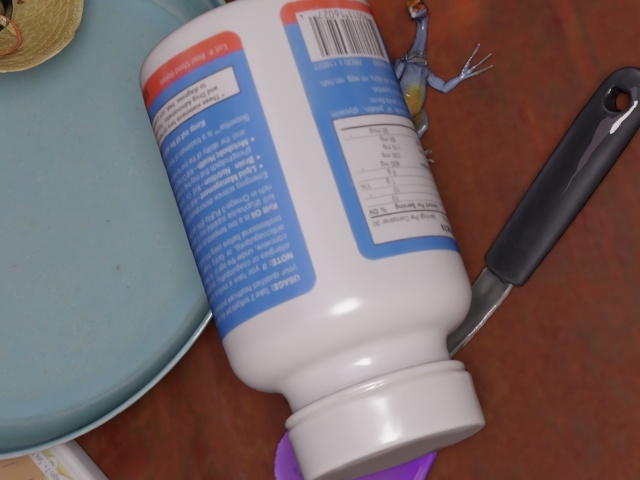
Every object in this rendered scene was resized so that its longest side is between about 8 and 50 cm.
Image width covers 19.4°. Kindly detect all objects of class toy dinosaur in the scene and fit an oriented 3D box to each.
[{"bbox_3d":[0.042,-0.084,0.984,0.090,0.047,0.082,-24,53,29],"label":"toy dinosaur"}]

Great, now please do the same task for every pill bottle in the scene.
[{"bbox_3d":[0.000,0.000,0.903,0.124,0.124,0.222,-22,76,19],"label":"pill bottle"}]

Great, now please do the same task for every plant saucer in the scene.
[{"bbox_3d":[-0.170,-0.030,1.051,0.317,0.043,0.318,-6,73,20],"label":"plant saucer"}]

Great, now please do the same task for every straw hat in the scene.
[{"bbox_3d":[-0.203,-0.125,1.032,0.144,0.144,0.061,52,139,23],"label":"straw hat"}]

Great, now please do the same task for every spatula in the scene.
[{"bbox_3d":[0.075,0.034,0.951,0.084,0.030,0.296,40,98,27],"label":"spatula"}]

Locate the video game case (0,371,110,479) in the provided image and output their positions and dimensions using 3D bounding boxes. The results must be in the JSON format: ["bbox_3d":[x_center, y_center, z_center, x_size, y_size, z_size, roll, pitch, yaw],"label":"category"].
[{"bbox_3d":[-0.195,0.199,1.045,0.227,0.026,0.206,45,100,24],"label":"video game case"}]
